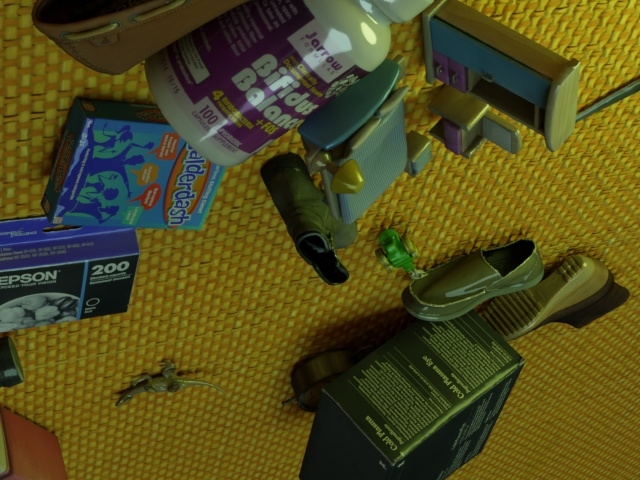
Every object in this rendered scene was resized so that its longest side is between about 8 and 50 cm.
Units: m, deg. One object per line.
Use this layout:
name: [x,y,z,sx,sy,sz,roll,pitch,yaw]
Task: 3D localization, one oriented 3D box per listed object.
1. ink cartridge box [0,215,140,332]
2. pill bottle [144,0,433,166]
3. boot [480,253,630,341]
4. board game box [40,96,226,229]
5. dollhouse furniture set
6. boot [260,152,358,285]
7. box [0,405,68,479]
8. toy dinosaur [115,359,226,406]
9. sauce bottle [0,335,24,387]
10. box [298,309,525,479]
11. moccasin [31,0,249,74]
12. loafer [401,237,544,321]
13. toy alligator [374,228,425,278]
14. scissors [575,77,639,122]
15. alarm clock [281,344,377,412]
ink cartridge box: [-0.350,0.041,1.798,0.206,0.045,0.208,-8,145,-21]
pill bottle: [-0.031,-0.225,1.463,0.301,0.169,0.169,-34,147,20]
boot: [0.415,0.130,2.358,0.248,0.090,0.207,-36,144,16]
board game box: [-0.219,-0.090,1.640,0.210,0.047,0.160,1,128,-34]
dollhouse furniture set: [0.141,-0.093,1.622,0.303,0.198,0.286,-47,155,-19]
boot: [0.000,0.000,1.834,0.083,0.161,0.246,-28,148,11]
box: [-0.521,0.357,2.097,0.148,0.127,0.232,-27,149,10]
toy dinosaur: [-0.243,0.230,2.163,0.183,0.053,0.092,-6,162,-11]
sauce bottle: [-0.589,0.218,1.861,0.344,0.111,0.111,-18,149,-9]
box: [0.149,0.312,2.297,0.312,0.179,0.343,-34,156,-28]
moccasin: [-0.126,-0.307,1.329,0.380,0.139,0.147,-24,159,22]
loafer: [0.245,0.051,2.148,0.251,0.094,0.087,-20,141,-17]
toy alligator: [0.120,0.017,2.047,0.056,0.051,0.189,-27,160,9]
scissors: [0.485,-0.245,1.899,0.297,0.021,0.109,-19,151,-2]
alarm clock: [0.028,0.229,2.299,0.129,0.064,0.192,15,136,-44]
